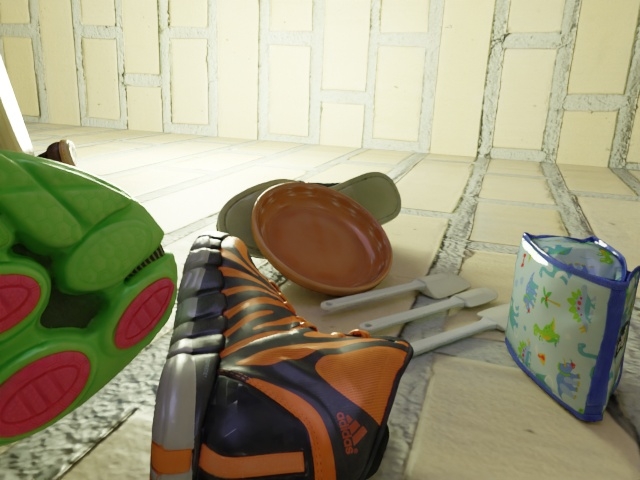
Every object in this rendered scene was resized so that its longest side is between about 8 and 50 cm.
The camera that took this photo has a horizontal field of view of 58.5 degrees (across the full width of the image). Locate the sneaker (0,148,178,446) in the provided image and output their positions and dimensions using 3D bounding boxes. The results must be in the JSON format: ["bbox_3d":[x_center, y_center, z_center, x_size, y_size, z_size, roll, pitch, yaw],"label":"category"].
[{"bbox_3d":[-0.329,0.056,0.334,0.482,0.185,0.202,-16,16,-21],"label":"sneaker"}]

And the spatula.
[{"bbox_3d":[0.130,0.083,0.681,0.242,0.019,0.168,-10,26,-33],"label":"spatula"}]

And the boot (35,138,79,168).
[{"bbox_3d":[-0.505,-0.087,0.940,0.206,0.090,0.248,-11,-9,-27],"label":"boot"}]

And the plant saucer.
[{"bbox_3d":[0.000,0.000,0.770,0.200,0.037,0.200,15,41,-13],"label":"plant saucer"}]

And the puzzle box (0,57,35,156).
[{"bbox_3d":[-0.349,-0.033,0.416,0.272,0.409,0.052,4,59,-11],"label":"puzzle box"}]

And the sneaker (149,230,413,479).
[{"bbox_3d":[-0.030,0.094,0.474,0.180,0.125,0.321,4,27,-9],"label":"sneaker"}]

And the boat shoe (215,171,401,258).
[{"bbox_3d":[-0.026,-0.035,0.902,0.340,0.127,0.113,-21,-2,-38],"label":"boat shoe"}]

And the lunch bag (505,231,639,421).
[{"bbox_3d":[0.236,0.072,0.529,0.096,0.129,0.151,4,16,6],"label":"lunch bag"}]
